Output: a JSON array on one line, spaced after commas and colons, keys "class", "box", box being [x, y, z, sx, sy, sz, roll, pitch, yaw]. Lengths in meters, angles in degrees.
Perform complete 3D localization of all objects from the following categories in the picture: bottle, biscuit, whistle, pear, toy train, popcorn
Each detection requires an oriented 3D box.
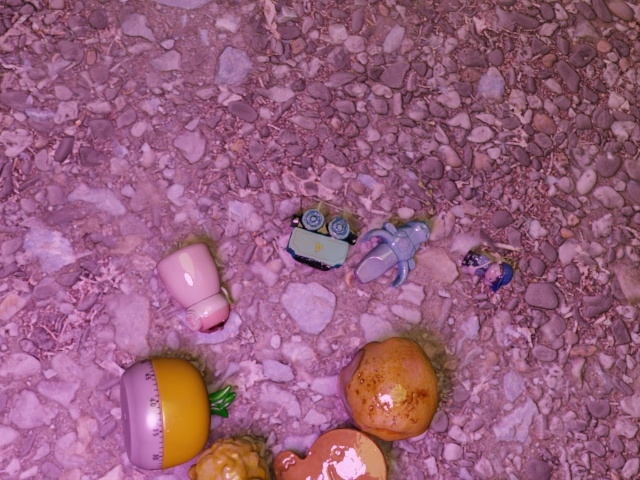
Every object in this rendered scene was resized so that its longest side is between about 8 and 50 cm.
[{"class": "bottle", "box": [-0.320, 0.135, 1.706, 0.148, 0.147, 0.236, -25, 88, -17]}, {"class": "biscuit", "box": [0.007, 0.621, 1.602, 0.355, 0.052, 0.275, -38, 75, 2]}, {"class": "whistle", "box": [0.209, 0.025, 1.863, 0.274, 0.093, 0.186, -38, 110, -15]}, {"class": "pear", "box": [0.184, 0.378, 1.667, 0.271, 0.271, 0.271, 3, 73, -10]}, {"class": "toy train", "box": [0.000, 0.000, 1.825, 0.198, 0.107, 0.154, 19, 79, -4]}, {"class": "popcorn", "box": [-0.200, 0.580, 1.524, 0.195, 0.255, 0.256, -14, 113, 3]}]

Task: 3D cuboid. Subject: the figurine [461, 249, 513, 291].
[{"class": "figurine", "box": [0.492, 0.086, 1.912, 0.149, 0.086, 0.087, 30, 30, 11]}]

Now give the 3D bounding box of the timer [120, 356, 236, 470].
[{"class": "timer", "box": [-0.333, 0.407, 1.564, 0.285, 0.285, 0.285, 3, 73, -10]}]
